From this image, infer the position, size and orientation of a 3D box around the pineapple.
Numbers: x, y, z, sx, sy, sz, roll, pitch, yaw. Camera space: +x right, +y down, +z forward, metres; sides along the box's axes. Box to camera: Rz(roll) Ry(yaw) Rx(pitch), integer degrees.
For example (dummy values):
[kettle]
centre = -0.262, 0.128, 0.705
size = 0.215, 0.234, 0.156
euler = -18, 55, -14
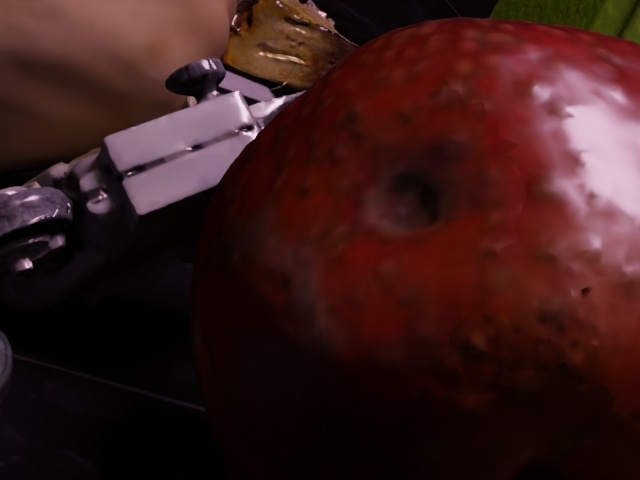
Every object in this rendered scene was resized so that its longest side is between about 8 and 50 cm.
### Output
[pineapple]
centre = -0.014, -0.151, 1.486
size = 0.116, 0.069, 0.137
euler = 35, 18, 21

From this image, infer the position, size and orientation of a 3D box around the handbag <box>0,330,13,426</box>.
[handbag]
centre = -0.272, 0.013, 0.721
size = 0.332, 0.075, 0.191
euler = 29, 22, -7

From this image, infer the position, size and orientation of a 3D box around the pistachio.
[pistachio]
centre = -0.201, -0.132, 0.974
size = 0.318, 0.214, 0.193
euler = 10, 43, -11

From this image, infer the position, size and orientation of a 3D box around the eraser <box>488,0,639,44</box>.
[eraser]
centre = 0.168, -0.093, 1.272
size = 0.092, 0.274, 0.210
euler = 22, 21, -23

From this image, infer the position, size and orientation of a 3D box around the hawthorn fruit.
[hawthorn fruit]
centre = 0.078, 0.049, 0.808
size = 0.275, 0.275, 0.299
euler = 22, 31, -17

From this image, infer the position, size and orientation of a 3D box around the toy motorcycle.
[toy motorcycle]
centre = -0.081, -0.016, 0.941
size = 0.229, 0.151, 0.074
euler = -22, 77, -25
